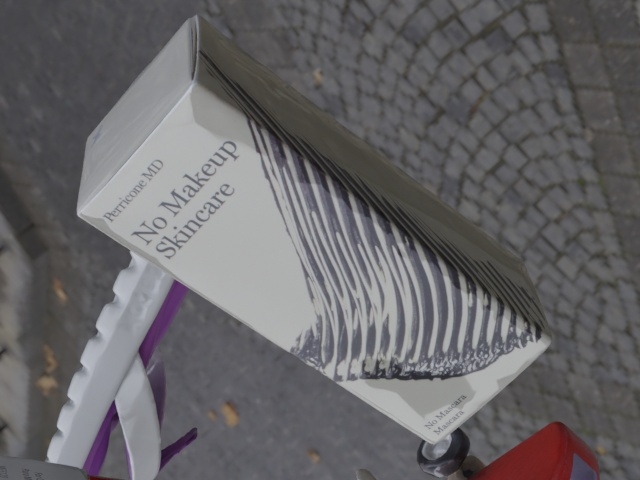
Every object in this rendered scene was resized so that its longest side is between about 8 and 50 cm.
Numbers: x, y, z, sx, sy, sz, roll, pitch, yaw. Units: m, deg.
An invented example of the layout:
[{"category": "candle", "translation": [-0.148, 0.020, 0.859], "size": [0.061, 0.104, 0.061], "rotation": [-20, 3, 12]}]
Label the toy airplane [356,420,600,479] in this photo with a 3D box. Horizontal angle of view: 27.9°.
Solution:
[{"category": "toy airplane", "translation": [0.120, 0.387, 1.239], "size": [0.272, 0.386, 0.385], "rotation": [18, 111, 61]}]

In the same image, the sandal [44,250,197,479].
[{"category": "sandal", "translation": [-0.145, 0.135, 1.018], "size": [0.102, 0.169, 0.416], "rotation": [22, 106, -2]}]

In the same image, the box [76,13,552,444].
[{"category": "box", "translation": [0.000, 0.000, 0.761], "size": [0.275, 0.094, 0.113], "rotation": [33, 114, -24]}]

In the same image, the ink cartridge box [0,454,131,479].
[{"category": "ink cartridge box", "translation": [-0.216, 0.280, 0.714], "size": [0.130, 0.271, 0.310], "rotation": [-159, 80, -71]}]
